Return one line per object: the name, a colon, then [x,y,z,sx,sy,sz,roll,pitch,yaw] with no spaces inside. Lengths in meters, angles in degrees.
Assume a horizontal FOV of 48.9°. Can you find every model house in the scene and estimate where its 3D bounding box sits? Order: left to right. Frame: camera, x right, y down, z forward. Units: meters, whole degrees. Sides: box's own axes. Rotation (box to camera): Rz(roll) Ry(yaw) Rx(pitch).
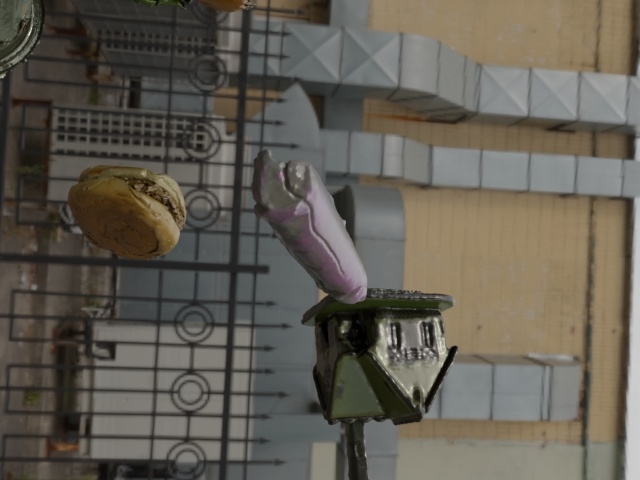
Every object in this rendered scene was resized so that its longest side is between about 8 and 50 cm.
model house: [0.092,0.227,1.053,0.218,0.204,0.279,129,-39,-66]

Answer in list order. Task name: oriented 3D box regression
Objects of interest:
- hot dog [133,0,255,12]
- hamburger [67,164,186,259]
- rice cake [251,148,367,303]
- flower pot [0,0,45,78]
hot dog: [-0.189,-0.280,0.535,0.100,0.337,0.135,-65,-160,-12]
hamburger: [-0.350,-0.054,1.291,0.214,0.213,0.108,105,2,-55]
rice cake: [-0.001,0.000,0.576,0.270,0.049,0.055,59,40,-67]
flower pot: [-0.564,-0.416,1.102,0.259,0.290,0.290,-11,-106,59]
